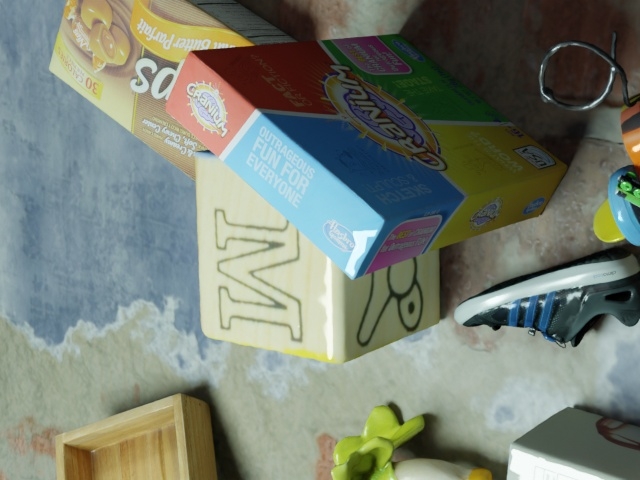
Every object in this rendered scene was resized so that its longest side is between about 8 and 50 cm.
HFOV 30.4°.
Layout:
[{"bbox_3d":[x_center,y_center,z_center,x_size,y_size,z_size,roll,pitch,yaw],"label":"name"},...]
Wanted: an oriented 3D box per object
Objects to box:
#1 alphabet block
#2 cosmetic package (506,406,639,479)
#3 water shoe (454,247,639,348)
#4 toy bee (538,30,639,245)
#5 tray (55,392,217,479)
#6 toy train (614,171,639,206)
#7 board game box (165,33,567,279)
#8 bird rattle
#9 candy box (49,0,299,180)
[{"bbox_3d":[0.000,0.000,1.226,0.193,0.192,0.197,8,104,39],"label":"alphabet block"},{"bbox_3d":[0.325,0.272,1.068,0.296,0.129,0.153,15,110,35],"label":"cosmetic package"},{"bbox_3d":[0.219,0.071,1.142,0.203,0.073,0.080,-21,89,40],"label":"water shoe"},{"bbox_3d":[0.318,-0.075,1.002,0.195,0.162,0.298,1,126,30],"label":"toy bee"},{"bbox_3d":[-0.213,0.413,1.429,0.202,0.076,0.411,-21,60,23],"label":"tray"},{"bbox_3d":[0.273,-0.027,0.943,0.083,0.017,0.024,29,145,5],"label":"toy train"},{"bbox_3d":[0.052,-0.092,1.080,0.242,0.316,0.064,42,123,23],"label":"board game box"},{"bbox_3d":[0.096,0.318,1.269,0.206,0.143,0.254,1,104,22],"label":"bird rattle"},{"bbox_3d":[-0.171,-0.209,1.377,0.316,0.087,0.183,36,120,26],"label":"candy box"}]
